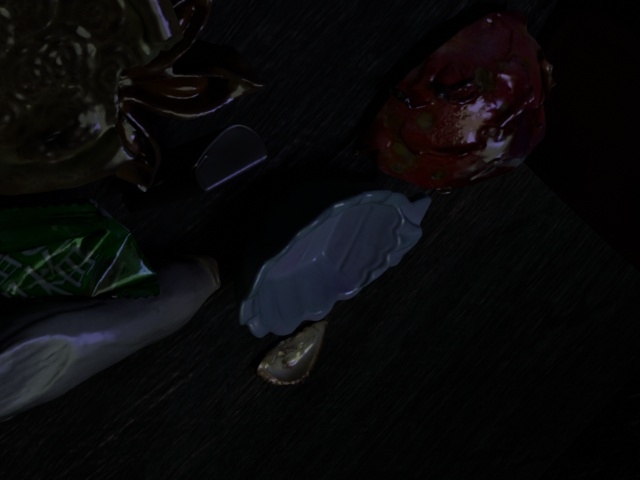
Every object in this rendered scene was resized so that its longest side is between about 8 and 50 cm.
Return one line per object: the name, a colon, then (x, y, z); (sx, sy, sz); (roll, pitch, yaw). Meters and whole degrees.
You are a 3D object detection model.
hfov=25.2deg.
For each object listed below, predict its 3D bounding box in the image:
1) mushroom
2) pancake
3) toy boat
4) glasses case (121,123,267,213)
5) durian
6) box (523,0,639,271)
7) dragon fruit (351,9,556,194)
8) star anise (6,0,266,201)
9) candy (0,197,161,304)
mushroom: (-0.224, 0.086, 1.358); (0.109, 0.097, 0.351); (-16, -175, 46)
pancake: (-0.211, -0.128, 1.024); (0.212, 0.029, 0.235); (8, 125, -18)
toy boat: (0.000, 0.000, 1.578); (0.290, 0.100, 0.199); (-14, 142, -47)
glasses case: (-0.116, -0.060, 1.249); (0.072, 0.042, 0.191); (-39, -167, -23)
durian: (-0.037, 0.147, 1.843); (0.130, 0.052, 0.066); (-32, 115, -32)
box: (0.419, -0.132, 1.739); (0.229, 0.339, 0.239); (-12, 141, -45)
dragon fruit: (0.175, -0.155, 1.572); (0.274, 0.126, 0.161); (-30, 153, -29)
star anise: (-0.158, -0.129, 1.129); (0.220, 0.099, 0.214); (-16, 144, -12)
candy: (-0.234, 0.005, 1.221); (0.141, 0.078, 0.203); (-18, 159, 3)
